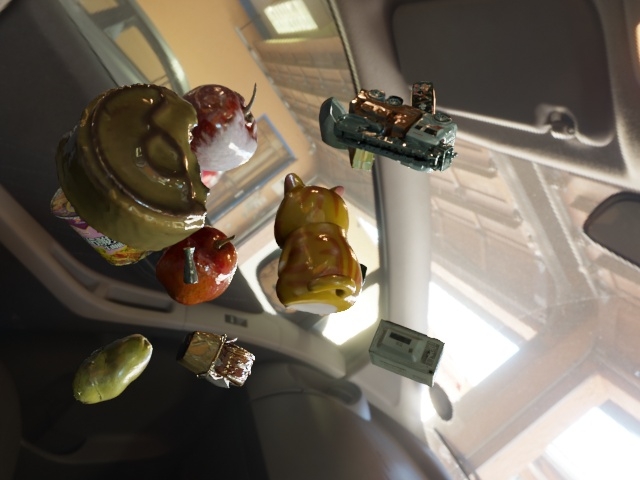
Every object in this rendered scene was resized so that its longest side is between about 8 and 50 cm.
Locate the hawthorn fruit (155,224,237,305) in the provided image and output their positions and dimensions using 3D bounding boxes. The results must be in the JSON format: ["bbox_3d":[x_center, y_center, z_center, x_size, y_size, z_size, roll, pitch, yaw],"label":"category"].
[{"bbox_3d":[-0.407,0.069,1.839,0.287,0.330,0.287,36,33,-28],"label":"hawthorn fruit"}]

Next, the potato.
[{"bbox_3d":[-0.624,0.381,1.572,0.143,0.248,0.169,58,-14,-29],"label":"potato"}]

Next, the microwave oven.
[{"bbox_3d":[0.271,0.347,1.626,0.208,0.122,0.162,18,-26,19],"label":"microwave oven"}]

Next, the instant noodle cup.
[{"bbox_3d":[-0.692,-0.094,1.787,0.340,0.340,0.266,49,-15,48],"label":"instant noodle cup"}]

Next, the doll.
[{"bbox_3d":[-0.009,0.017,0.990,0.167,0.162,0.269,19,43,-41],"label":"doll"}]

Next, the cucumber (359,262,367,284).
[{"bbox_3d":[0.150,0.141,2.018,0.048,0.105,0.048,12,-31,7],"label":"cucumber"}]

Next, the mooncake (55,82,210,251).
[{"bbox_3d":[-0.427,-0.181,1.307,0.394,0.246,0.393,53,39,-7],"label":"mooncake"}]

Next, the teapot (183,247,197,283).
[{"bbox_3d":[-0.389,0.072,1.559,0.043,0.043,0.110,-135,-136,-70],"label":"teapot"}]

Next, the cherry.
[{"bbox_3d":[-0.380,-0.387,1.838,0.326,0.335,0.291,12,62,-48],"label":"cherry"}]

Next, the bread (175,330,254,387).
[{"bbox_3d":[-0.300,0.338,1.516,0.212,0.142,0.224,25,-24,-15],"label":"bread"}]

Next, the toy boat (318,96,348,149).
[{"bbox_3d":[0.064,-0.490,2.170,0.141,0.092,0.319,21,-18,14],"label":"toy boat"}]

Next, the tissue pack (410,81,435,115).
[{"bbox_3d":[0.370,-0.475,1.883,0.103,0.091,0.170,55,36,-68],"label":"tissue pack"}]

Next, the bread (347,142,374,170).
[{"bbox_3d":[0.127,-0.295,1.759,0.074,0.084,0.139,6,20,-15],"label":"bread"}]

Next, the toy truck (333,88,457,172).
[{"bbox_3d":[0.214,-0.280,1.420,0.338,0.184,0.133,27,-42,22],"label":"toy truck"}]
